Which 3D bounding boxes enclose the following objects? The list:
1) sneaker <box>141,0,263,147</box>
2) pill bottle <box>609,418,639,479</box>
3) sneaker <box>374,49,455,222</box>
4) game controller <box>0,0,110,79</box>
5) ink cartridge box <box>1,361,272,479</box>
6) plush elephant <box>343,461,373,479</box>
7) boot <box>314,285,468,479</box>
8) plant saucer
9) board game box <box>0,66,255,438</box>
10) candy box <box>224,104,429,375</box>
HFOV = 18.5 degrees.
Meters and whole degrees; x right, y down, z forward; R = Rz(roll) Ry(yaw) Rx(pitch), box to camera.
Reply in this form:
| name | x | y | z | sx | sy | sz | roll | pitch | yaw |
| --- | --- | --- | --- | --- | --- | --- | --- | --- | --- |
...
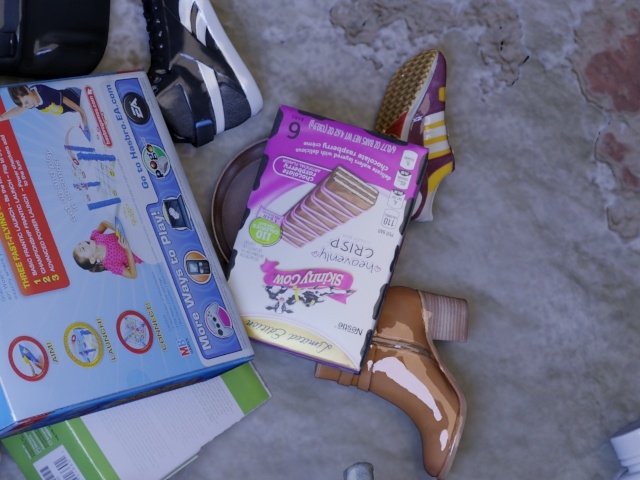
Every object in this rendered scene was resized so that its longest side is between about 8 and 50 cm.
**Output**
| name | x | y | z | sx | sy | sz | roll | pitch | yaw |
| --- | --- | --- | --- | --- | --- | --- | --- | --- | --- |
| sneaker | -0.161 | -0.196 | 1.997 | 0.121 | 0.079 | 0.217 | -33 | 91 | -19 |
| pill bottle | 0.382 | 0.283 | 2.029 | 0.117 | 0.117 | 0.215 | -25 | 87 | -17 |
| sneaker | 0.105 | -0.108 | 2.063 | 0.084 | 0.069 | 0.185 | 31 | 69 | -31 |
| game controller | -0.279 | -0.321 | 1.964 | 0.166 | 0.067 | 0.319 | 3 | 91 | -44 |
| ink cartridge box | -0.191 | 0.145 | 1.929 | 0.189 | 0.097 | 0.255 | 57 | 39 | 1 |
| plush elephant | -0.048 | 0.331 | 1.853 | 0.330 | 0.272 | 0.255 | 18 | 36 | 17 |
| boot | 0.069 | 0.145 | 2.005 | 0.152 | 0.073 | 0.197 | 4 | 76 | -9 |
| plant saucer | -0.032 | -0.023 | 2.025 | 0.168 | 0.029 | 0.168 | 3 | 79 | -13 |
| board game box | -0.240 | 0.008 | 1.813 | 0.302 | 0.086 | 0.308 | -12 | 78 | -48 |
| candy box | 0.000 | 0.000 | 1.954 | 0.159 | 0.071 | 0.233 | 17 | 84 | 4 |
